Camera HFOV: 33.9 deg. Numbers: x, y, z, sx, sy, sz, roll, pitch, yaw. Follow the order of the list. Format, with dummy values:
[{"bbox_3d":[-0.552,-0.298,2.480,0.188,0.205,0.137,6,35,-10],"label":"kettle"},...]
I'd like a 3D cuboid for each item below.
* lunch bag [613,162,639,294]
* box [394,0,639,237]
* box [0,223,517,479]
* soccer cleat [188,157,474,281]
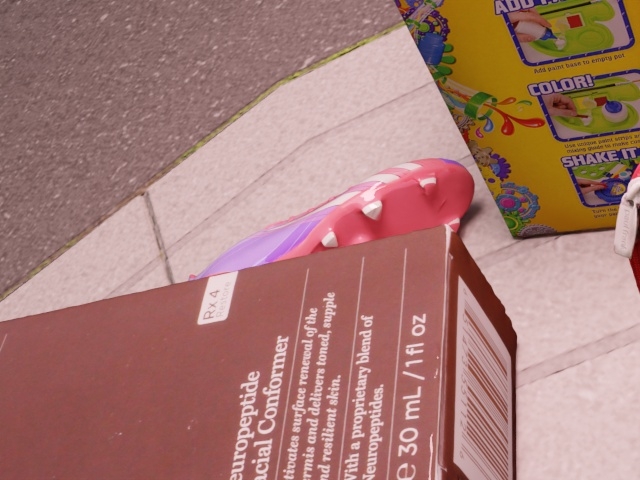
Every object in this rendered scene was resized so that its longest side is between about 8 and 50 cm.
[{"bbox_3d":[0.296,-0.025,0.506,0.293,0.258,0.120,-33,42,2],"label":"lunch bag"},{"bbox_3d":[0.188,-0.204,0.727,0.177,0.279,0.290,-6,50,29],"label":"box"},{"bbox_3d":[-0.070,0.132,0.693,0.381,0.143,0.191,-14,46,24],"label":"box"},{"bbox_3d":[0.000,0.000,0.814,0.248,0.083,0.095,-33,37,7],"label":"soccer cleat"}]
